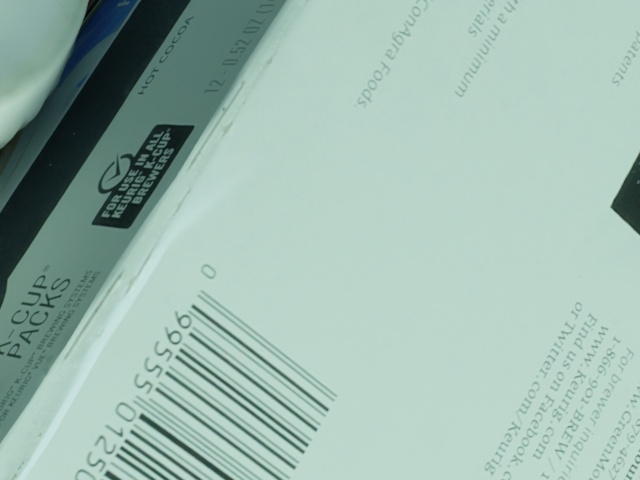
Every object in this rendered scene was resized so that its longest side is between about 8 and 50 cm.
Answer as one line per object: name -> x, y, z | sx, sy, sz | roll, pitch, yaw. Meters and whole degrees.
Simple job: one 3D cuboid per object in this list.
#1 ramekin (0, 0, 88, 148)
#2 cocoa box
ramekin -> -0.184, -0.119, 0.570 | 0.273, 0.127, 0.273 | 34, 47, -47
cocoa box -> 0.000, 0.000, 0.677 | 0.231, 0.228, 0.347 | 40, 70, -28
